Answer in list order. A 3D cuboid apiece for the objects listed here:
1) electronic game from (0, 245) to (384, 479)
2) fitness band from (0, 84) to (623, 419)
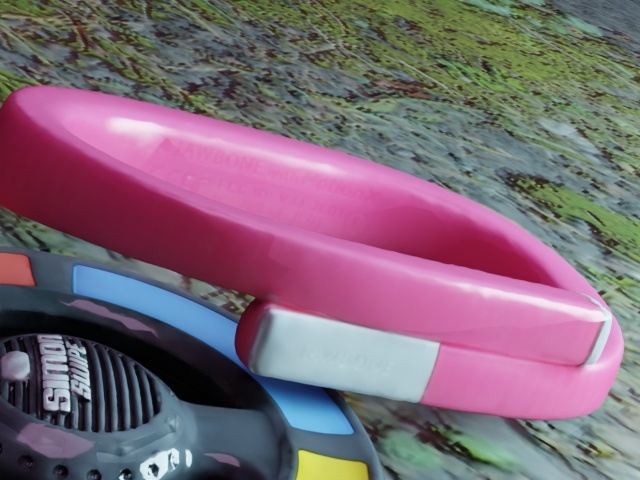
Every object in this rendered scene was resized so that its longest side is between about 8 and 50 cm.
[{"bbox_3d":[-0.088,0.062,0.619,0.229,0.048,0.229,15,24,-7],"label":"electronic game"},{"bbox_3d":[0.000,0.000,0.755,0.291,0.054,0.209,14,15,-34],"label":"fitness band"}]
